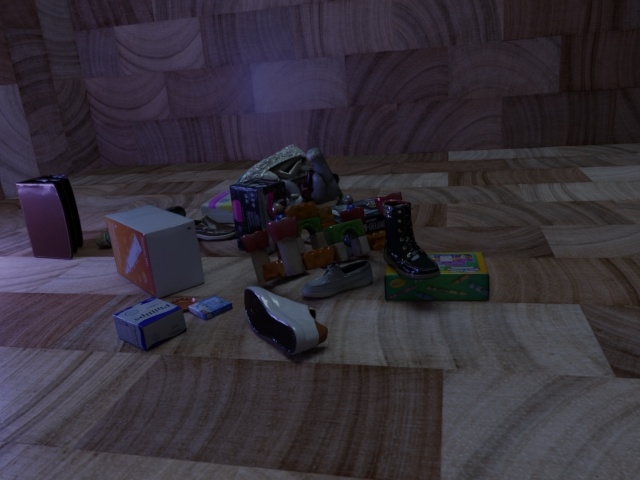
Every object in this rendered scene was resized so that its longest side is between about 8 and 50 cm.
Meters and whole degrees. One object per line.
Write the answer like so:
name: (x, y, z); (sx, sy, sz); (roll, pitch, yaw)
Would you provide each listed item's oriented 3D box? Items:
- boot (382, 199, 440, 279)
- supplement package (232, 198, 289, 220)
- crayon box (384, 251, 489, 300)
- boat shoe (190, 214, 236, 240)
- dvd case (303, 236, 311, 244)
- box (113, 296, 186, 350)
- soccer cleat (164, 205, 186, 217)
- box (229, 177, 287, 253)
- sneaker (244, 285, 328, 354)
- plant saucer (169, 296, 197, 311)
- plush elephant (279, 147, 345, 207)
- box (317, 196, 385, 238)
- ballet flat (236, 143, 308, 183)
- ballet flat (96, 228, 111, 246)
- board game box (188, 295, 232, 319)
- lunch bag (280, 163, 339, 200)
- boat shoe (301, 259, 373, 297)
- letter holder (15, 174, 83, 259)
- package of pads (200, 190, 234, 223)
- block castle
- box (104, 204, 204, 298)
boot: (0.233, -0.005, 1.430); (0.085, 0.179, 0.236); (-13, 19, -19)
supplement package: (-0.245, -0.123, 2.168); (0.194, 0.150, 0.203); (4, 15, -16)
crayon box: (0.324, 0.099, 1.509); (0.278, 0.081, 0.165); (-1, 19, 11)
boat shoe: (-0.460, -0.055, 2.155); (0.257, 0.095, 0.095); (-1, 19, 13)
dvd case: (0.000, 0.000, 2.002); (0.119, 0.013, 0.087); (10, 24, 41)
box: (-0.442, 0.213, 1.388); (0.137, 0.072, 0.126); (11, 25, 38)
soccer cleat: (-0.729, -0.074, 2.344); (0.289, 0.094, 0.121); (-20, -7, -27)
box: (-0.215, -0.092, 1.961); (0.163, 0.248, 0.142); (12, 26, 40)
sneaker: (-0.089, 0.194, 1.334); (0.123, 0.106, 0.290); (-6, 24, -35)
plant saucer: (-0.398, 0.187, 1.546); (0.083, 0.013, 0.083); (-4, 19, 1)
plush elephant: (-0.054, -0.216, 2.323); (0.255, 0.330, 0.272); (-28, 16, 5)
box: (0.161, -0.093, 2.135); (0.307, 0.077, 0.242); (-13, 20, -22)
ballet flat: (-0.203, -0.308, 2.397); (0.146, 0.147, 0.409); (12, 42, 41)
ballet flat: (-0.881, -0.024, 2.226); (0.067, 0.073, 0.206); (-19, 14, 4)
board game box: (-0.311, 0.188, 1.508); (0.090, 0.020, 0.090); (-22, 23, -41)
lunch bag: (-0.074, -0.276, 2.606); (0.286, 0.169, 0.235); (-20, 25, -26)
boat shoe: (0.048, 0.105, 1.566); (0.227, 0.081, 0.079); (-13, 20, -22)
letter holder: (-1.022, -0.094, 2.095); (0.214, 0.302, 0.152); (3, 20, 22)
package of pads: (-0.357, -0.154, 2.421); (0.296, 0.101, 0.229); (1, 21, 16)
block castle: (0.011, -0.033, 1.628); (0.452, 0.213, 0.303); (-15, -2, -29)
box: (-0.548, 0.025, 1.754); (0.168, 0.215, 0.345); (-20, 23, -36)
